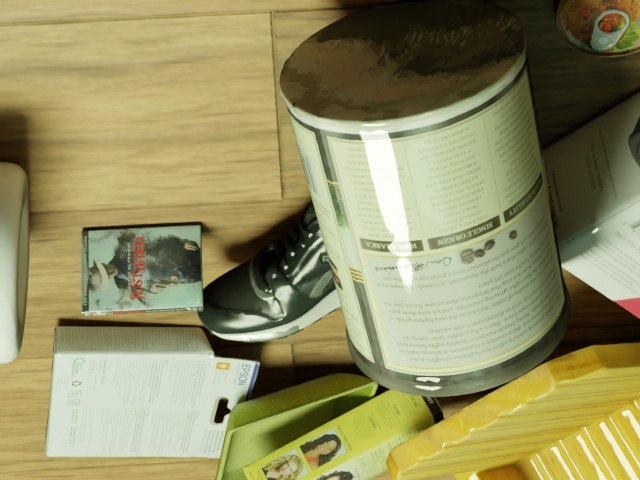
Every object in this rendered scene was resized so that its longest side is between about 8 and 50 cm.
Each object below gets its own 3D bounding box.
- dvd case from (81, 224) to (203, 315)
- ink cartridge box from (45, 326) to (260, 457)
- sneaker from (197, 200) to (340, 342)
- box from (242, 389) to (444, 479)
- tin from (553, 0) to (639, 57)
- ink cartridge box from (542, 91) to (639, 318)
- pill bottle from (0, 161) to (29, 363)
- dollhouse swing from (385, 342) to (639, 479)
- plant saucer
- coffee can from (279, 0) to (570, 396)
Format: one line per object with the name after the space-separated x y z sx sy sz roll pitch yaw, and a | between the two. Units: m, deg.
-0.176 0.029 1.451 0.119 0.087 0.013 -3 161 0 | dvd case
-0.194 0.175 1.664 0.224 0.045 0.223 3 142 -12 | ink cartridge box
0.000 0.000 1.434 0.283 0.107 0.124 -19 130 8 | sneaker
0.031 0.243 1.689 0.232 0.058 0.087 -29 150 -4 | box
0.256 -0.228 1.202 0.106 0.040 0.190 7 141 -8 | tin
0.384 -0.056 1.354 0.306 0.131 0.226 -33 133 30 | ink cartridge box
-0.437 0.015 1.329 0.334 0.188 0.188 2 141 -7 | pill bottle
0.302 0.277 1.613 0.347 0.315 0.305 -34 173 32 | dollhouse swing
-0.040 0.223 1.702 0.188 0.045 0.188 -15 146 -23 | plant saucer
0.093 -0.037 1.238 0.201 0.201 0.275 -10 124 8 | coffee can
